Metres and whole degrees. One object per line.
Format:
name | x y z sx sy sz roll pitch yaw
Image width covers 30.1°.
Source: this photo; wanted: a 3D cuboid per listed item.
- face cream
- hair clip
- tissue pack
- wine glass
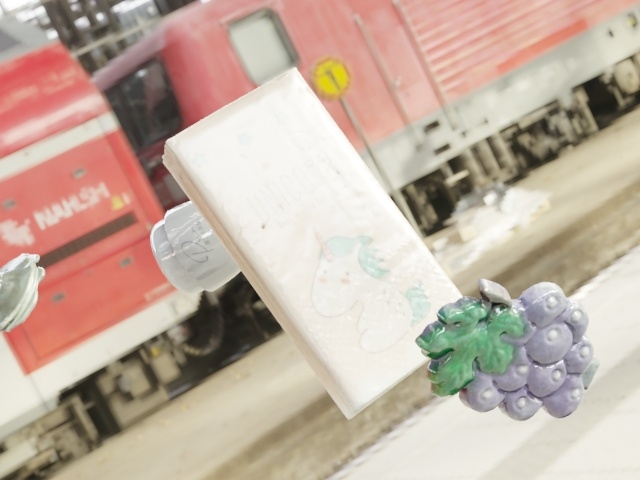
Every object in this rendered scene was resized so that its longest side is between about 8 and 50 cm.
face cream | -0.148 0.004 1.501 0.104 0.117 0.117 -29 5 15
hair clip | 0.158 0.085 0.973 0.195 0.124 0.052 16 15 -35
tissue pack | 0.000 0.000 1.196 0.170 0.325 0.071 -35 -5 -21
wine glass | -0.264 0.003 0.786 0.072 0.155 0.072 -30 42 31
